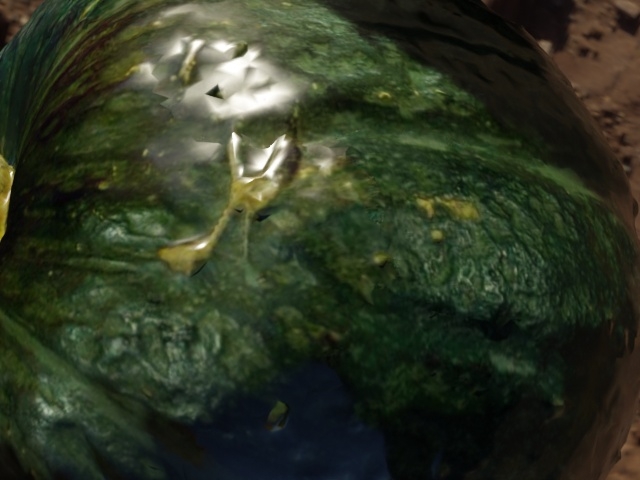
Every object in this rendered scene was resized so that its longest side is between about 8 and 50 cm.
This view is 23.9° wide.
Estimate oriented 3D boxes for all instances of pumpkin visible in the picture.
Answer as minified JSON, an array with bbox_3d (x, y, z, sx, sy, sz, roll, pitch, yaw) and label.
[{"bbox_3d":[0.000,0.000,0.557,0.197,0.263,0.293,-40,46,29],"label":"pumpkin"}]
